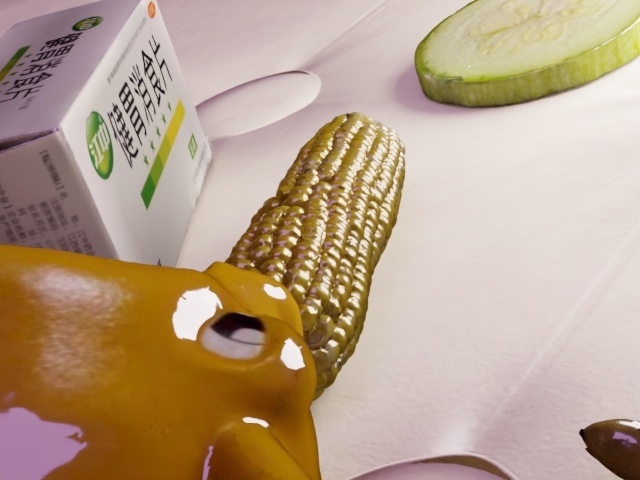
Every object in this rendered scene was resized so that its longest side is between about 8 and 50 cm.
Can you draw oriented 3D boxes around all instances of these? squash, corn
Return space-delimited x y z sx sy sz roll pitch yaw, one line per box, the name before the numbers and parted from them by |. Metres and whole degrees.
squash | 0.190 -0.184 1.082 0.219 0.041 0.219 -16 26 8
corn | 0.000 0.000 0.805 0.097 0.097 0.320 -10 25 20

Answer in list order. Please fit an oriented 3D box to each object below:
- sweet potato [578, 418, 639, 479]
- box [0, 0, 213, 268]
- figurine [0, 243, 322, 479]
sweet potato | 0.265 0.032 0.550 0.310 0.098 0.124 -14 47 9
box | -0.198 -0.057 0.956 0.145 0.173 0.333 -15 26 12
figurine | -0.182 0.140 0.495 0.387 0.268 0.401 -4 60 -3
